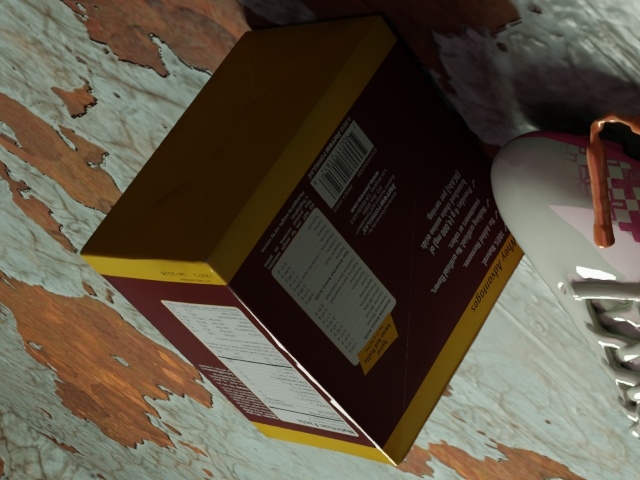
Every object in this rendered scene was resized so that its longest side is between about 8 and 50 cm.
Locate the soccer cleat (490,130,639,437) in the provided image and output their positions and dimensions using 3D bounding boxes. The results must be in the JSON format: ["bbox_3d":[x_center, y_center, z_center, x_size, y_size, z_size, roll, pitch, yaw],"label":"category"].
[{"bbox_3d":[0.216,0.075,0.794,0.331,0.143,0.116,38,156,-11],"label":"soccer cleat"}]

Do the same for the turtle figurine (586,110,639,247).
[{"bbox_3d":[0.273,0.011,0.676,0.269,0.087,0.217,51,144,-17],"label":"turtle figurine"}]

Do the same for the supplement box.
[{"bbox_3d":[0.000,0.000,0.859,0.129,0.191,0.194,3,142,49],"label":"supplement box"}]
